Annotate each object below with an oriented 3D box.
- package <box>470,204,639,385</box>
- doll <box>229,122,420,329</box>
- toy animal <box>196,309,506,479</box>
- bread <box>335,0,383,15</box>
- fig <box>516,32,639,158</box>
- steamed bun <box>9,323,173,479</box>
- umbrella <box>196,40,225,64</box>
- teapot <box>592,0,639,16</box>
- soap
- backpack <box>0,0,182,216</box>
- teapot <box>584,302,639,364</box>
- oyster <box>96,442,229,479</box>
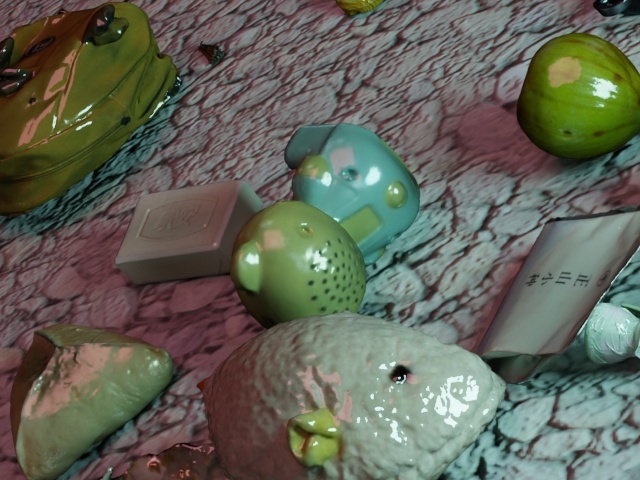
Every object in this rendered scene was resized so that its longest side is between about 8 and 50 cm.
[{"bbox_3d":[0.258,0.053,1.706,0.204,0.062,0.251,-56,14,-23],"label":"package"},{"bbox_3d":[0.000,0.000,1.922,0.161,0.177,0.260,5,49,43],"label":"doll"},{"bbox_3d":[0.002,0.184,1.704,0.358,0.188,0.226,-2,43,39],"label":"toy animal"},{"bbox_3d":[0.066,-0.377,2.388,0.083,0.044,0.110,-7,47,29],"label":"bread"},{"bbox_3d":[0.324,-0.165,1.881,0.186,0.148,0.142,13,32,2],"label":"fig"},{"bbox_3d":[-0.322,0.173,2.055,0.231,0.110,0.212,-41,36,-10],"label":"steamed bun"},{"bbox_3d":[-0.170,-0.291,2.511,0.083,0.020,0.031,33,113,52],"label":"umbrella"},{"bbox_3d":[0.384,-0.346,2.057,0.096,0.087,0.177,-7,45,41],"label":"teapot"},{"bbox_3d":[-0.175,-0.010,2.169,0.183,0.064,0.121,-9,47,34],"label":"soap"},{"bbox_3d":[-0.401,-0.209,2.461,0.353,0.201,0.378,-9,41,39],"label":"backpack"},{"bbox_3d":[0.311,0.092,1.660,0.064,0.064,0.083,6,35,33],"label":"teapot"},{"bbox_3d":[-0.152,0.316,1.779,0.223,0.083,0.214,-12,49,4],"label":"oyster"}]
